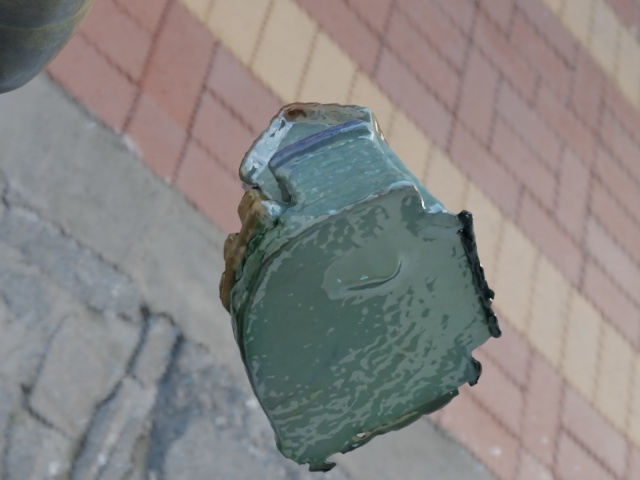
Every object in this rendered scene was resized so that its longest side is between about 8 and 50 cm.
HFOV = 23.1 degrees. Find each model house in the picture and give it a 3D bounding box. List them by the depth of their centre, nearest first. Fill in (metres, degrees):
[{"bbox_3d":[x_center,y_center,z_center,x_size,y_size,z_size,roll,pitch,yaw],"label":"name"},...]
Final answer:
[{"bbox_3d":[0.000,0.000,0.747,0.148,0.119,0.148,-118,-175,-49],"label":"model house"}]

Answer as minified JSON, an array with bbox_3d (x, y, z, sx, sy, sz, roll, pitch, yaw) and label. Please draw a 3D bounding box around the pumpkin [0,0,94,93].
[{"bbox_3d":[-0.272,-0.207,0.974,0.300,0.300,0.207,32,34,-38],"label":"pumpkin"}]
